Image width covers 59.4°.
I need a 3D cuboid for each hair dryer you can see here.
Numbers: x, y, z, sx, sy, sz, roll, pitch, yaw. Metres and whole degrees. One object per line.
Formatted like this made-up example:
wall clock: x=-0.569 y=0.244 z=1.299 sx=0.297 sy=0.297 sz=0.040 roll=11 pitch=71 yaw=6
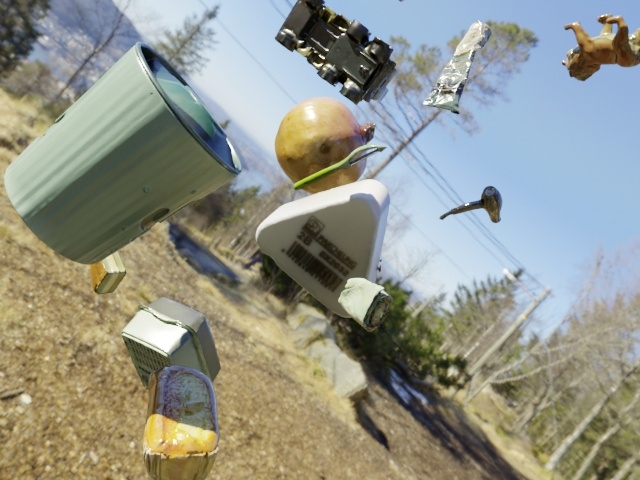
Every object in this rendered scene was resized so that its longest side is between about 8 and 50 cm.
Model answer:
hair dryer: x=0.520 y=-0.101 z=1.941 sx=0.195 sy=0.219 sz=0.075 roll=54 pitch=25 yaw=-55

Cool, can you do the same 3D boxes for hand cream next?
hand cream: x=0.303 y=-0.370 z=1.197 sx=0.075 sy=0.248 sz=0.052 roll=9 pitch=-26 yaw=45

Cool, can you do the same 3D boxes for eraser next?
eraser: x=0.000 y=0.000 z=1.403 sx=0.331 sy=0.331 sz=0.150 roll=44 pitch=32 yaw=-1

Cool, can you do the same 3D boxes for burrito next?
burrito: x=0.069 y=0.095 z=0.912 sx=0.044 sy=0.074 sz=0.118 roll=18 pitch=7 yaw=-24

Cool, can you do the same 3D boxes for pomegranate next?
pomegranate: x=0.026 y=-0.307 z=1.824 sx=0.338 sy=0.338 sz=0.338 roll=44 pitch=3 yaw=-3

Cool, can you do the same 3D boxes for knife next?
knife: x=0.030 y=-0.126 z=0.951 sx=0.022 sy=0.184 sz=0.026 roll=21 pitch=50 yaw=-57

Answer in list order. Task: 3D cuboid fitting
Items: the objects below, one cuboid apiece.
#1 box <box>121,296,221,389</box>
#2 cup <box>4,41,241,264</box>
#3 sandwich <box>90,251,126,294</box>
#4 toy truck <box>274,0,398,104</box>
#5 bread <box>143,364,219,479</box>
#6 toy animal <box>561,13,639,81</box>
box: x=-0.404 y=0.312 z=1.556 sx=0.220 sy=0.166 sz=0.291 roll=19 pitch=-45 yaw=25
cup: x=-0.375 y=-0.154 z=1.179 sx=0.310 sy=0.392 sz=0.401 roll=58 pitch=8 yaw=25
sandwich: x=-0.704 y=0.075 z=1.804 sx=0.079 sy=0.113 sz=0.163 roll=-3 pitch=51 yaw=-51
toy truck: x=0.036 y=-0.384 z=1.129 sx=0.257 sy=0.127 sz=0.127 roll=41 pitch=18 yaw=15
bread: x=-0.299 y=0.388 z=1.199 sx=0.152 sy=0.119 sz=0.288 roll=9 pitch=18 yaw=-16
toy animal: x=0.702 y=-0.468 z=1.365 sx=0.312 sy=0.097 sz=0.158 roll=-143 pitch=-147 yaw=-66
